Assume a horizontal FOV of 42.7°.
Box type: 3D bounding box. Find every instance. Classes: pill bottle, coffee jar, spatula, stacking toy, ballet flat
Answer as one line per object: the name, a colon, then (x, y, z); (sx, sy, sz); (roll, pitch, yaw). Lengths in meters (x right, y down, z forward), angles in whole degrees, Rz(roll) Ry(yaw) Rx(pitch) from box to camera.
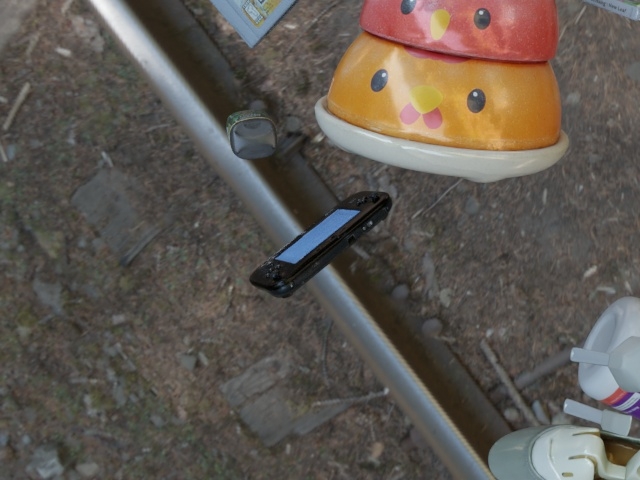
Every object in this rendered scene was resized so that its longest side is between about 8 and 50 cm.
pill bottle: (0.601, 0.233, 1.332); (0.323, 0.181, 0.181); (26, 114, 2)
coffee jar: (-0.138, -0.215, 1.646); (0.096, 0.184, 0.079); (-8, 107, -7)
spatula: (0.293, 0.182, 0.869); (0.019, 0.242, 0.168); (10, 85, 4)
stacking toy: (0.184, -0.344, 1.066); (0.350, 0.350, 0.480); (12, 112, 15)
ballet flat: (0.235, 0.176, 0.644); (0.213, 0.072, 0.068); (7, 143, 26)

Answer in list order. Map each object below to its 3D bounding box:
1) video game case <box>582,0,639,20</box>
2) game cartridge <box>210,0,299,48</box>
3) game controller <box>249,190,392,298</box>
video game case: (0.492, -0.378, 1.260); (0.193, 0.212, 0.023); (47, 139, 49)
game cartridge: (-0.127, -0.496, 1.517); (0.198, 0.062, 0.297); (45, 152, -11)
game controller: (0.000, 0.000, 1.645); (0.166, 0.319, 0.067); (21, 144, 57)
